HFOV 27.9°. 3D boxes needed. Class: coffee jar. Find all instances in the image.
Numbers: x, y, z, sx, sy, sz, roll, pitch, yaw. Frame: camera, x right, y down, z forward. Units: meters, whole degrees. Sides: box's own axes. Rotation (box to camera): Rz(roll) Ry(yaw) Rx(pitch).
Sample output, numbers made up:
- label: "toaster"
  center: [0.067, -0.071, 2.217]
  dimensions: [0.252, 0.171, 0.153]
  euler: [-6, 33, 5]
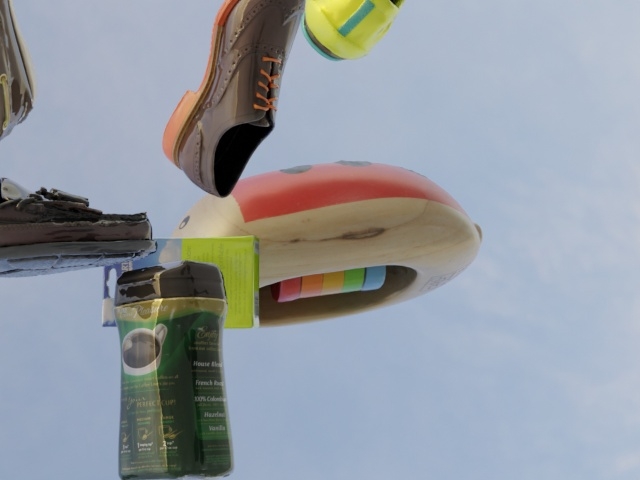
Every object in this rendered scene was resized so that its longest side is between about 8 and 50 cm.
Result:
- label: "coffee jar"
  center: [-0.124, 0.110, 1.084]
  dimensions: [0.079, 0.096, 0.184]
  euler: [9, -105, -52]

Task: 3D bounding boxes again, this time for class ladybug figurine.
- label: "ladybug figurine"
  center: [0.000, 0.000, 1.717]
  dimensions: [0.449, 0.305, 0.162]
  euler: [-6, -112, -19]

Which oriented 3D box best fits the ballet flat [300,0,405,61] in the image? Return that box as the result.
- label: "ballet flat"
  center: [0.054, -0.211, 0.908]
  dimensions: [0.077, 0.077, 0.231]
  euler: [37, -135, -13]

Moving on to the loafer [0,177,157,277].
- label: "loafer"
  center: [-0.281, -0.017, 1.070]
  dimensions: [0.303, 0.109, 0.095]
  euler: [-5, -97, -30]

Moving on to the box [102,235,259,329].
- label: "box"
  center: [-0.161, 0.050, 1.494]
  dimensions: [0.042, 0.178, 0.109]
  euler: [34, -124, -81]

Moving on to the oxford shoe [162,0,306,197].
- label: "oxford shoe"
  center: [-0.063, -0.168, 1.314]
  dimensions: [0.097, 0.271, 0.098]
  euler: [1, -145, -45]

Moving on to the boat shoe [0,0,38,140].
- label: "boat shoe"
  center: [-0.405, -0.258, 1.424]
  dimensions: [0.096, 0.117, 0.324]
  euler: [-76, -22, -53]
